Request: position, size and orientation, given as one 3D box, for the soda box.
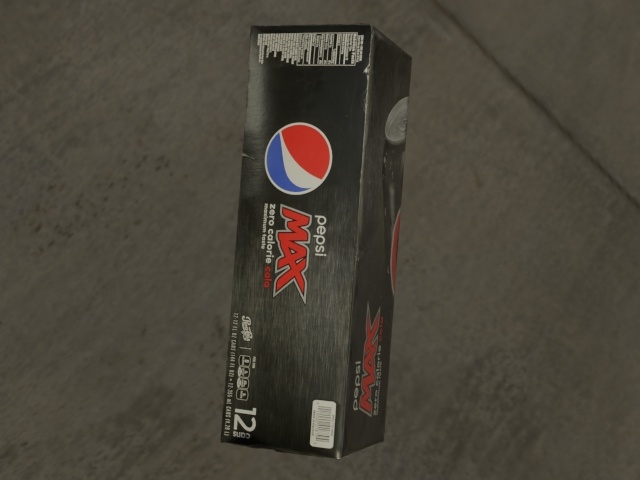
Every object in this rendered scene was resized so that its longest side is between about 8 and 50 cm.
[{"bbox_3d":[0.000,0.000,0.414,0.060,0.053,0.169,9,85,-69],"label":"soda box"}]
